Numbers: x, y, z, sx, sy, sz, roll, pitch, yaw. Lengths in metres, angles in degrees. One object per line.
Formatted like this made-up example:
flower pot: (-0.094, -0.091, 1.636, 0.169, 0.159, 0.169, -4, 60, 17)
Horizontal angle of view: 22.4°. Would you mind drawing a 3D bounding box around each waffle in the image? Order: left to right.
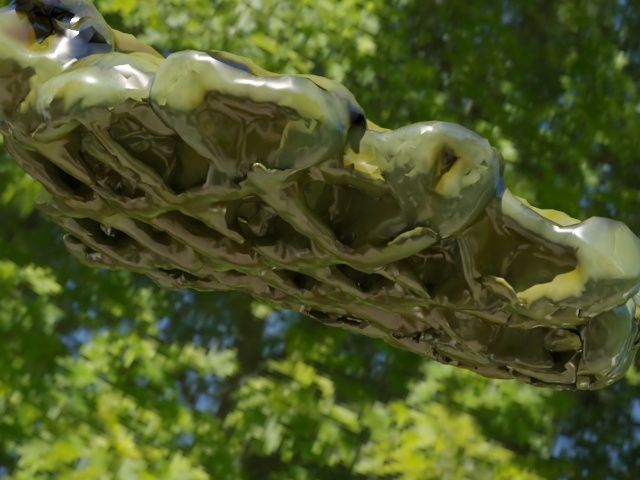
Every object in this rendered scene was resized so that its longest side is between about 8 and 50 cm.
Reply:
waffle: (0.000, 0.000, 0.677, 0.297, 0.073, 0.317, 21, -12, 13)
